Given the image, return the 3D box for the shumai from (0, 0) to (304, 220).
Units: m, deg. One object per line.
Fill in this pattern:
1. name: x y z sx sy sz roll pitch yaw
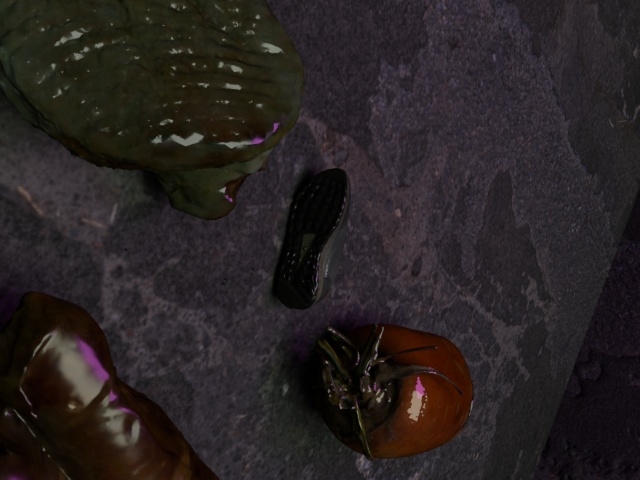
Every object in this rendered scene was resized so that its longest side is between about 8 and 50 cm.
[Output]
1. shumai: -0.163 -0.138 0.581 0.272 0.204 0.222 43 64 -10

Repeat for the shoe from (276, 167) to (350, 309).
1. shoe: 0.001 -0.002 0.854 0.077 0.074 0.194 7 100 -62

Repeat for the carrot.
1. carrot: 0.105 0.224 0.945 0.331 0.214 0.193 20 87 -47

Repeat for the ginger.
1. ginger: -0.222 0.259 0.604 0.254 0.176 0.418 -45 132 -19
